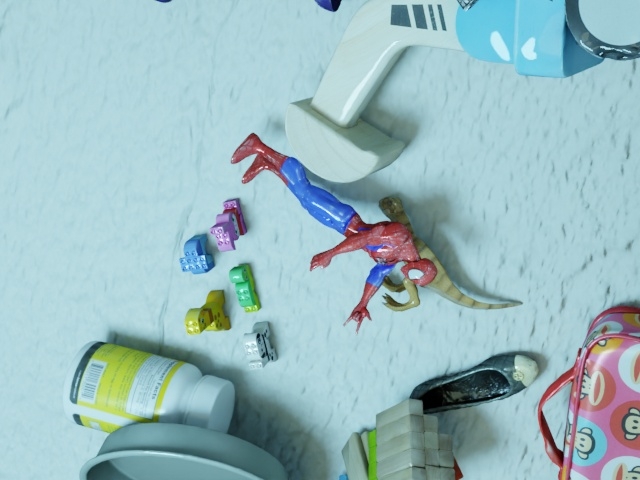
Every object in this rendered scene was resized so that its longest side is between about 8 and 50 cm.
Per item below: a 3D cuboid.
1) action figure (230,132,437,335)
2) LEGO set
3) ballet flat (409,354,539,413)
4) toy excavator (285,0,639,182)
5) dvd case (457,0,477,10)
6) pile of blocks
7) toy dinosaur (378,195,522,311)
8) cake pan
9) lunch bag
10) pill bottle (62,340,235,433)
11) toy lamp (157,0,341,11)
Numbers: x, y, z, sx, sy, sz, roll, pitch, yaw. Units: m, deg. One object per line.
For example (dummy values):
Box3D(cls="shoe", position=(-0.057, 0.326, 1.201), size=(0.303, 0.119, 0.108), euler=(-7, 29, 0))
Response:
Box3D(cls="action figure", position=(0.000, 0.000, 1.194), size=(0.280, 0.091, 0.139), euler=(30, 78, 19))
Box3D(cls="LEGO set", position=(-0.134, 0.072, 1.307), size=(0.087, 0.093, 0.227), euler=(-9, 104, 20))
Box3D(cls="ballet flat", position=(0.191, 0.187, 1.262), size=(0.173, 0.049, 0.057), euler=(-22, 100, 23))
Box3D(cls="toy excavator", position=(0.175, -0.260, 1.065), size=(0.445, 0.222, 0.433), euler=(11, 111, 29))
Box3D(cls="dvd case", position=(0.153, -0.286, 0.943), size=(0.119, 0.013, 0.087), euler=(-42, 75, 42))
Box3D(cls="pile of blocks", position=(0.085, 0.347, 1.326), size=(0.113, 0.149, 0.362), euler=(13, 127, -23))
Box3D(cls="toy dinosaur", position=(0.130, 0.042, 1.229), size=(0.112, 0.064, 0.211), euler=(-42, 91, 23))
Box3D(cls="cake pan", position=(-0.170, 0.322, 1.345), size=(0.293, 0.054, 0.293), euler=(7, 145, 5))
Box3D(cls="lunch bag", position=(0.382, 0.230, 1.176), size=(0.258, 0.120, 0.293), euler=(10, 110, 15))
Box3D(cls="pill bottle", position=(-0.230, 0.215, 1.370), size=(0.208, 0.119, 0.119), euler=(13, 110, 14))
Box3D(cls="toy lamp", position=(-0.111, -0.313, 1.188), size=(0.275, 0.080, 0.080), euler=(8, 109, 13))
